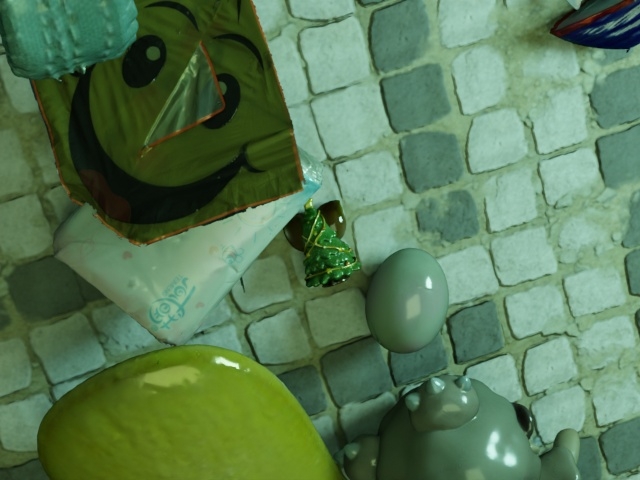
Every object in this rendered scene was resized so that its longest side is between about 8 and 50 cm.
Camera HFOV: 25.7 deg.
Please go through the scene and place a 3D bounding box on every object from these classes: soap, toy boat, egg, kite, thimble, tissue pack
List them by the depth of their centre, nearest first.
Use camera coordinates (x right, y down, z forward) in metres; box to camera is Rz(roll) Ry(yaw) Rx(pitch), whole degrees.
[{"bbox_3d":[-0.281,-0.284,1.457,0.143,0.198,0.235,-15,96,-11],"label":"thimble"},{"bbox_3d":[-0.167,-0.161,1.534,0.377,0.013,0.327,31,96,14],"label":"kite"},{"bbox_3d":[-0.152,-0.039,1.614,0.201,0.124,0.271,41,100,-4],"label":"tissue pack"},{"bbox_3d":[0.311,-0.346,1.640,0.318,0.072,0.219,26,101,-17],"label":"toy boat"},{"bbox_3d":[-0.154,0.271,1.714,0.306,0.115,0.427,-22,136,12],"label":"soap"},{"bbox_3d":[0.108,0.075,1.740,0.103,0.103,0.135,6,109,-14],"label":"egg"}]

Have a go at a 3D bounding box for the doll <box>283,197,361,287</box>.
[{"bbox_3d":[0.001,0.006,1.705,0.078,0.077,0.113,-19,114,5],"label":"doll"}]

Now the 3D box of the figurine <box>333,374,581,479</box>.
[{"bbox_3d":[0.220,0.312,1.798,0.380,0.203,0.248,29,135,-21],"label":"figurine"}]

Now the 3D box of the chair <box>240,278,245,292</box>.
[{"bbox_3d":[-0.115,0.023,1.712,0.037,0.042,0.086,-11,78,-9],"label":"chair"}]
